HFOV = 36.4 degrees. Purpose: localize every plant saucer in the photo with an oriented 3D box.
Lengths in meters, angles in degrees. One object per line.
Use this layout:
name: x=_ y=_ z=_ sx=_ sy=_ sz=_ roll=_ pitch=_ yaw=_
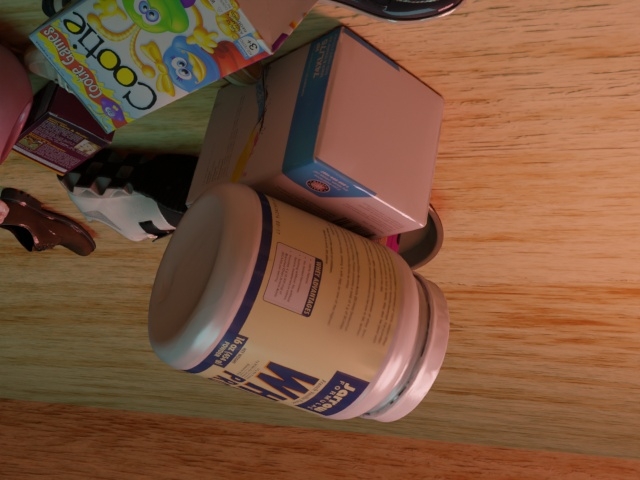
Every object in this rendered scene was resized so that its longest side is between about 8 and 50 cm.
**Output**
plant saucer: x=0.065 y=-0.034 z=1.596 sx=0.277 sy=0.041 sz=0.278 roll=10 pitch=146 yaw=7

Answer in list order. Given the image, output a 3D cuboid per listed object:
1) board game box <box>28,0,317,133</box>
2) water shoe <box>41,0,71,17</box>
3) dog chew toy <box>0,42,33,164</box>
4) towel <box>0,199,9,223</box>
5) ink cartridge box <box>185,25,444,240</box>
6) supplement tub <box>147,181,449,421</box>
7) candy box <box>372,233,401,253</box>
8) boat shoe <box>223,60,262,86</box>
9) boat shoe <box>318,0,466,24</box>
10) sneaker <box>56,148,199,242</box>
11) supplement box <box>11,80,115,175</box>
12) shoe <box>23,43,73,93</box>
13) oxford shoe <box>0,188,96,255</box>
board game box: x=-0.156 y=-0.246 z=1.054 sx=0.275 sy=0.144 sz=0.142 roll=-16 pitch=120 yaw=40
water shoe: x=-0.272 y=-0.265 z=1.276 sx=0.080 sy=0.073 sz=0.203 roll=16 pitch=160 yaw=46
dog chew toy: x=-0.575 y=-0.226 z=1.346 sx=0.331 sy=0.207 sz=0.206 roll=26 pitch=154 yaw=-11
towel: x=-0.690 y=-0.147 z=1.525 sx=0.331 sy=0.053 sz=0.317 roll=32 pitch=177 yaw=16
ink cartridge box: x=-0.009 y=-0.115 z=1.302 sx=0.198 sy=0.197 sz=0.270 roll=29 pitch=152 yaw=-34
supplement tub: x=-0.026 y=0.087 z=1.221 sx=0.324 sy=0.236 sz=0.235 roll=23 pitch=154 yaw=-25
candy box: x=0.000 y=0.000 z=1.492 sx=0.233 sy=0.159 sz=0.071 roll=18 pitch=144 yaw=-5
boat shoe: x=-0.118 y=-0.259 z=1.203 sx=0.072 sy=0.068 sz=0.190 roll=-15 pitch=146 yaw=27
boat shoe: x=0.056 y=-0.285 z=1.044 sx=0.206 sy=0.075 sz=0.065 roll=12 pitch=158 yaw=14
sneaker: x=-0.268 y=-0.060 z=1.622 sx=0.330 sy=0.122 sz=0.146 roll=12 pitch=139 yaw=22
supplement box: x=-0.393 y=-0.177 z=1.495 sx=0.104 sy=0.081 sz=0.188 roll=27 pitch=153 yaw=-29
shoe: x=-0.317 y=-0.233 z=1.359 sx=0.218 sy=0.058 sz=0.076 roll=8 pitch=156 yaw=10
oxford shoe: x=-0.549 y=-0.010 z=1.935 sx=0.082 sy=0.096 sz=0.227 roll=-13 pitch=148 yaw=41
